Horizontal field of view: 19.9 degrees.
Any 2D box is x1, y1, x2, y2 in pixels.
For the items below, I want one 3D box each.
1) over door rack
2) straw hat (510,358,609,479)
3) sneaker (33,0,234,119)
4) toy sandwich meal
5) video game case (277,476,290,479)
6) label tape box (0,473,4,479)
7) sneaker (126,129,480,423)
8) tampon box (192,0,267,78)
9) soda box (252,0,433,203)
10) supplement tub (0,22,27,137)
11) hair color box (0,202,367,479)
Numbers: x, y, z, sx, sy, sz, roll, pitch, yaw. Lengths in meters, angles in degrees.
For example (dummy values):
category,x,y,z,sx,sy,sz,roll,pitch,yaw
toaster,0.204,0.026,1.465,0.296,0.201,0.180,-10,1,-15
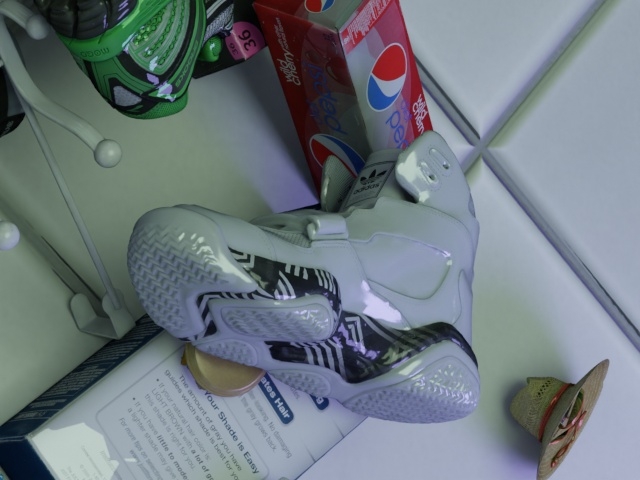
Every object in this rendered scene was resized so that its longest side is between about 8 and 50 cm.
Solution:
category,x,y,z,sx,sy,sz,roll,pitch,yaw
over door rack,-0.251,0.018,1.356,0.239,0.108,0.324,-41,136,-33
straw hat,0.215,0.159,1.736,0.061,0.144,0.144,30,63,19
sneaker,-0.124,-0.223,1.421,0.343,0.134,0.146,-69,147,-46
toy sandwich meal,-0.076,0.084,1.469,0.085,0.029,0.086,2,87,-29
video game case,-0.093,0.307,1.488,0.023,0.183,0.201,36,57,26
label tape box,-0.318,0.364,1.363,0.249,0.115,0.348,-4,88,-32
sneaker,0.000,0.000,1.442,0.366,0.137,0.210,29,60,-41
tampon box,-0.058,-0.236,1.593,0.161,0.101,0.120,-36,103,-29
soda box,0.029,-0.126,1.567,0.083,0.092,0.263,-51,146,-26
supplement tub,-0.326,-0.106,1.389,0.190,0.117,0.117,-29,100,-42
hair color box,-0.088,0.133,1.532,0.347,0.105,0.174,-38,103,-29
